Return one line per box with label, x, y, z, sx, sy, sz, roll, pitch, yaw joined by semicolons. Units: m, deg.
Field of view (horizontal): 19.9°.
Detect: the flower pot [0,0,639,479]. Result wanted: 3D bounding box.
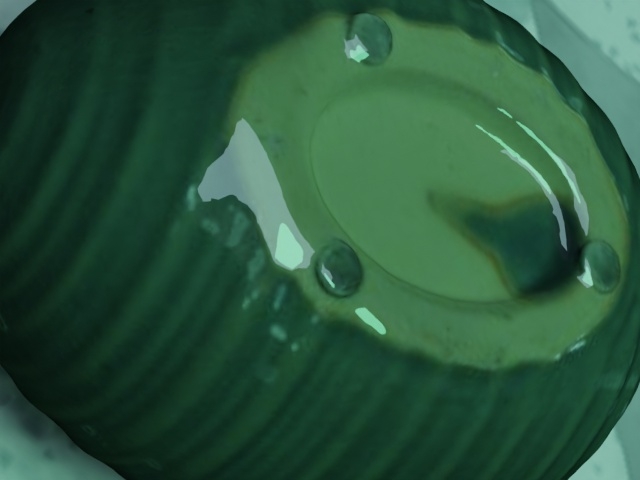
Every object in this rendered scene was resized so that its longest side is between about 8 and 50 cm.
flower pot;0.000;0.000;0.588;0.243;0.157;0.189;21;71;-26
